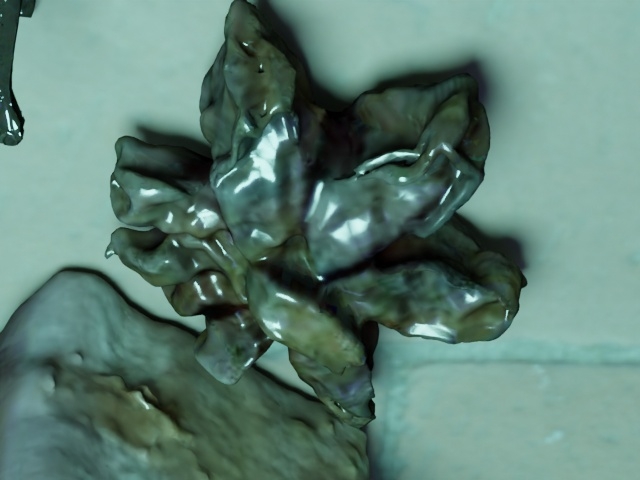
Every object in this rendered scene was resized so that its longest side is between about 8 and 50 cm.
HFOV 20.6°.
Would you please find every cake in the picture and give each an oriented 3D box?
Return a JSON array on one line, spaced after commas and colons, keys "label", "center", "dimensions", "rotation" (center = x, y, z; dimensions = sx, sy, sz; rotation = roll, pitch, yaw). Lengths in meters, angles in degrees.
[{"label": "cake", "center": [-0.128, 0.210, 0.917], "dimensions": [0.237, 0.230, 0.309], "rotation": [30, 122, -20]}]

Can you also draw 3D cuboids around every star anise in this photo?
[{"label": "star anise", "center": [0.005, 0.004, 0.840], "dimensions": [0.220, 0.099, 0.214], "rotation": [29, 131, -22]}]

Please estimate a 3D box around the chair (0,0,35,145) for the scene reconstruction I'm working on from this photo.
[{"label": "chair", "center": [-0.167, -0.163, 0.700], "dimensions": [0.106, 0.113, 0.229], "rotation": [2, 131, -6]}]
